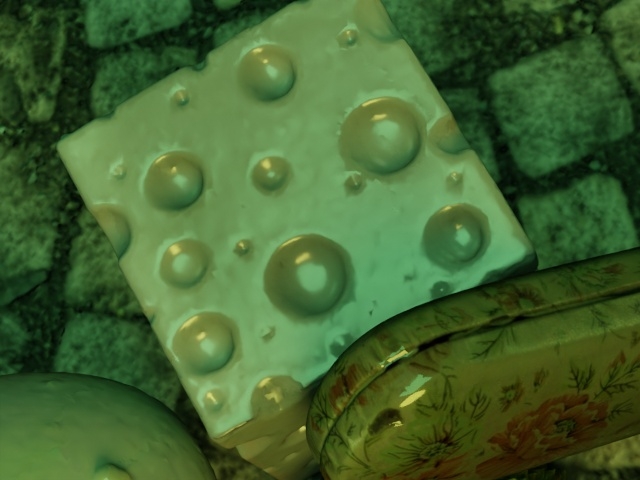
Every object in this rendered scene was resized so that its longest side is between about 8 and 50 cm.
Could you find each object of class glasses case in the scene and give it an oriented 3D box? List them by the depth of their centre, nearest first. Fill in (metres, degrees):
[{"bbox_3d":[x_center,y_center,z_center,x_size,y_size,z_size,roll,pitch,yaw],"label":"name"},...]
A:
[{"bbox_3d":[0.184,0.072,1.132,0.425,0.156,0.098,-12,59,-30],"label":"glasses case"}]

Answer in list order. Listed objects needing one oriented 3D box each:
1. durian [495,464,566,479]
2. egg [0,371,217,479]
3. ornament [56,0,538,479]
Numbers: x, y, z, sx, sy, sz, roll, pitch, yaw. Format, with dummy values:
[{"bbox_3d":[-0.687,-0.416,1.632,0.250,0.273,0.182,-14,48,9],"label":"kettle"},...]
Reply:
[{"bbox_3d":[0.076,0.240,1.196,0.237,0.176,0.200,-49,52,7],"label":"durian"},{"bbox_3d":[-0.213,0.241,1.162,0.354,0.354,0.340,29,71,17],"label":"egg"},{"bbox_3d":[0.000,0.000,1.234,0.239,0.240,0.240,-31,72,2],"label":"ornament"}]
